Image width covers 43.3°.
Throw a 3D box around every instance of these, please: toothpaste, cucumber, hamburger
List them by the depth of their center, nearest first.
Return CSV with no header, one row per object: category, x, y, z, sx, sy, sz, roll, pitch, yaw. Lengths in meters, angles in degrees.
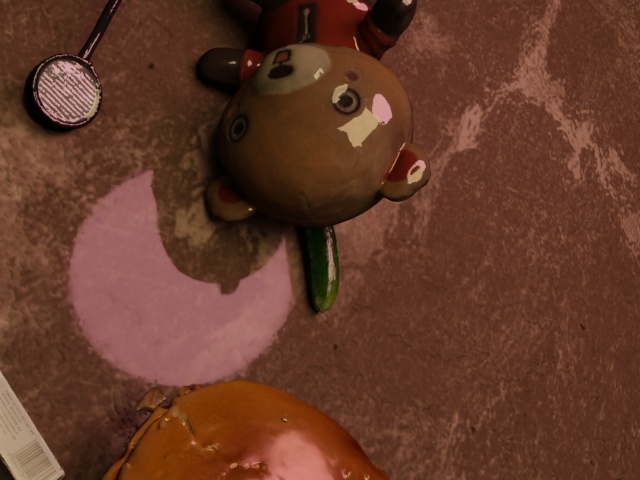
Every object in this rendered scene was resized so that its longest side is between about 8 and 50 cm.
toothpaste,-0.251,0.117,0.599,0.034,0.046,0.164,-33,93,-40
hamburger,-0.054,0.264,0.613,0.314,0.170,0.290,50,43,-8
cucumber,0.000,0.000,0.854,0.037,0.037,0.155,5,69,-37

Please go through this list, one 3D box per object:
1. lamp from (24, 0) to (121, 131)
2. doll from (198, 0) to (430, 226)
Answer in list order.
lamp,-0.209,-0.268,0.805,0.130,0.109,0.371,24,72,-43
doll,-0.008,-0.163,0.834,0.174,0.235,0.329,63,24,-58
